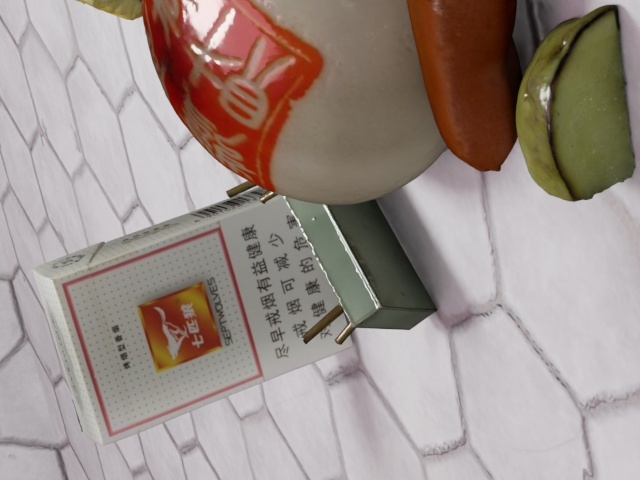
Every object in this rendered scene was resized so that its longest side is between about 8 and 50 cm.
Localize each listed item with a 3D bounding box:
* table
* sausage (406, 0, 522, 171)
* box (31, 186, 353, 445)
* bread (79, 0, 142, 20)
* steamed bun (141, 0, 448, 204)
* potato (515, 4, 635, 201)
[{"bbox_3d":[0.000,0.000,1.828,0.111,0.122,0.240,-37,68,23],"label":"table"},{"bbox_3d":[0.113,-0.197,1.396,0.097,0.094,0.348,-84,-12,-46],"label":"sausage"},{"bbox_3d":[-0.146,0.079,2.026,0.095,0.330,0.210,15,123,64],"label":"box"},{"bbox_3d":[-0.320,-0.395,2.221,0.262,0.163,0.204,70,-164,7],"label":"bread"},{"bbox_3d":[-0.035,-0.206,1.619,0.374,0.241,0.374,46,147,43],"label":"steamed bun"},{"bbox_3d":[0.179,-0.117,1.382,0.120,0.081,0.149,33,139,55],"label":"potato"}]
